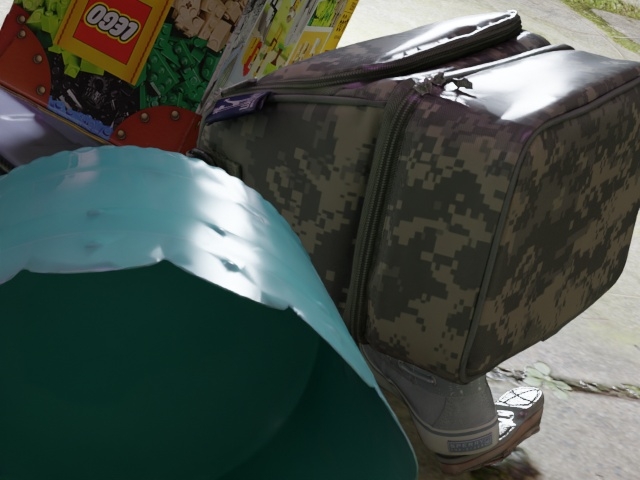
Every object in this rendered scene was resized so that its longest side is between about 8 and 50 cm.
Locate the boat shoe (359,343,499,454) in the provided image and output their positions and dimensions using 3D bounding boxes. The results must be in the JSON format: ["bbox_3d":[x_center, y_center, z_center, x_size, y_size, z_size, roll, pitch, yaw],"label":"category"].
[{"bbox_3d":[0.085,0.086,0.951,0.079,0.081,0.227,-8,19,-11],"label":"boat shoe"}]

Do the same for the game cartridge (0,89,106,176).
[{"bbox_3d":[-0.245,-0.099,1.207,0.230,0.068,0.355,-13,38,-44],"label":"game cartridge"}]

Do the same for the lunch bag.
[{"bbox_3d":[0.083,-0.056,0.907,0.256,0.212,0.305,22,29,29],"label":"lunch bag"}]

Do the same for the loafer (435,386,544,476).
[{"bbox_3d":[0.136,0.155,0.924,0.045,0.039,0.125,5,23,42],"label":"loafer"}]

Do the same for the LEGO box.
[{"bbox_3d":[-0.083,-0.288,1.206,0.193,0.372,0.500,28,12,6],"label":"LEGO box"}]

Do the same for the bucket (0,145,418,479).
[{"bbox_3d":[-0.101,0.095,0.609,0.281,0.281,0.183,11,22,-15],"label":"bucket"}]
